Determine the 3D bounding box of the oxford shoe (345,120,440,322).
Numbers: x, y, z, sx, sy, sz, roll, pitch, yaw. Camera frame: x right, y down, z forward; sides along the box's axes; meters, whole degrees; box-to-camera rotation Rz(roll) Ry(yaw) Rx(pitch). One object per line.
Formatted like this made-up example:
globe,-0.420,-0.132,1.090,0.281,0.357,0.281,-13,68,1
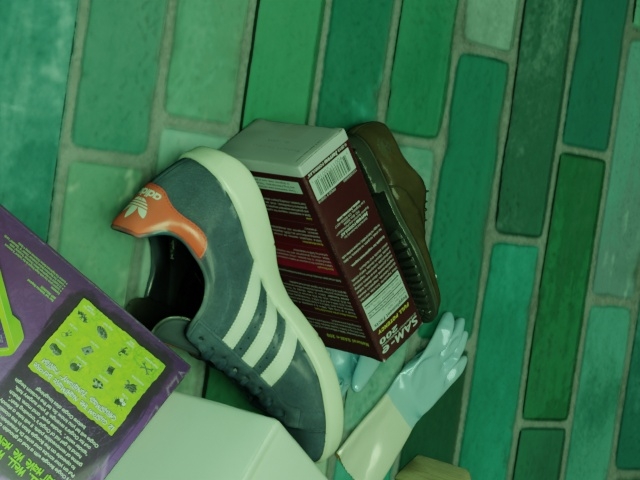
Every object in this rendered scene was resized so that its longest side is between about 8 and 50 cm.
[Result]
oxford shoe,0.087,-0.022,1.863,0.096,0.083,0.227,-34,112,-39

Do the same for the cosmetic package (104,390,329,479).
cosmetic package,-0.059,0.322,1.635,0.161,0.230,0.453,-60,139,-23

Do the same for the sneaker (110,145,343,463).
sneaker,-0.097,0.089,1.702,0.148,0.131,0.350,-34,114,-26

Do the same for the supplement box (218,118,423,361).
supplement box,0.000,0.000,1.763,0.073,0.130,0.239,-42,124,-31

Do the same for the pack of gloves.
pack of gloves,0.085,0.137,1.925,0.232,0.046,0.195,-52,127,-23

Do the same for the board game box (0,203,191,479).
board game box,-0.300,0.074,1.442,0.347,0.056,0.208,41,62,-7

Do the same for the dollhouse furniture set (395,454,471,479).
dollhouse furniture set,0.127,0.396,1.929,0.242,0.161,0.212,-40,122,-31
